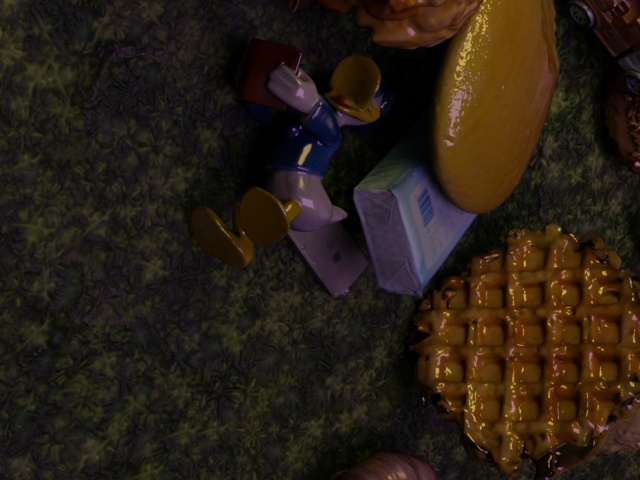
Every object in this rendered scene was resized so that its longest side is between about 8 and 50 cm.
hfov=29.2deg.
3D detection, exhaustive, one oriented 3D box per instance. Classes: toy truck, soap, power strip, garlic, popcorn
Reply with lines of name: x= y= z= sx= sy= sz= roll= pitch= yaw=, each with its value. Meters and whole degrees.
toy truck: x=0.505 y=-0.351 z=1.875 sx=0.133 sy=0.184 sz=0.338 roll=-41 pitch=97 yaw=-14
soap: x=0.264 y=-0.248 z=1.778 sx=0.306 sy=0.115 sz=0.427 roll=43 pitch=63 yaw=-60
power strip: x=0.000 y=0.000 z=1.819 sx=0.080 sy=0.029 sz=0.227 roll=-45 pitch=124 yaw=-16
garlic: x=0.078 y=0.442 z=1.950 sx=0.245 sy=0.160 sz=0.245 roll=-33 pitch=135 yaw=-41
popcorn: x=0.107 y=-0.390 z=1.633 sx=0.332 sy=0.264 sz=0.225 roll=-65 pitch=159 yaw=-47

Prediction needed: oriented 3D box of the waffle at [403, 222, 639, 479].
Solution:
waffle: x=0.332 y=0.165 z=1.894 sx=0.382 sy=0.380 sz=0.095 roll=-39 pitch=151 yaw=0

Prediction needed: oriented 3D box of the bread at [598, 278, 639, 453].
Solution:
bread: x=0.493 y=0.206 z=2.048 sx=0.320 sy=0.320 sz=0.237 roll=-32 pitch=130 yaw=-21

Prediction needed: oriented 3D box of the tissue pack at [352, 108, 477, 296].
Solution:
tissue pack: x=0.147 y=-0.061 z=1.801 sx=0.263 sy=0.089 sz=0.177 roll=-51 pitch=133 yaw=-48

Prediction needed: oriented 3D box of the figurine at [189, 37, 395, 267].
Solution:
figurine: x=-0.029 y=-0.159 z=1.692 sx=0.338 sy=0.204 sz=0.284 roll=-34 pitch=112 yaw=-37

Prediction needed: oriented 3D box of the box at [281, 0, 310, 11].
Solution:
box: x=-0.022 y=-0.521 z=1.434 sx=0.344 sy=0.122 sz=0.385 roll=-40 pitch=81 yaw=-16

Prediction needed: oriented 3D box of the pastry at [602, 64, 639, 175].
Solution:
pastry: x=0.625 y=-0.242 z=2.065 sx=0.255 sy=0.162 sz=0.311 roll=44 pitch=78 yaw=-26
